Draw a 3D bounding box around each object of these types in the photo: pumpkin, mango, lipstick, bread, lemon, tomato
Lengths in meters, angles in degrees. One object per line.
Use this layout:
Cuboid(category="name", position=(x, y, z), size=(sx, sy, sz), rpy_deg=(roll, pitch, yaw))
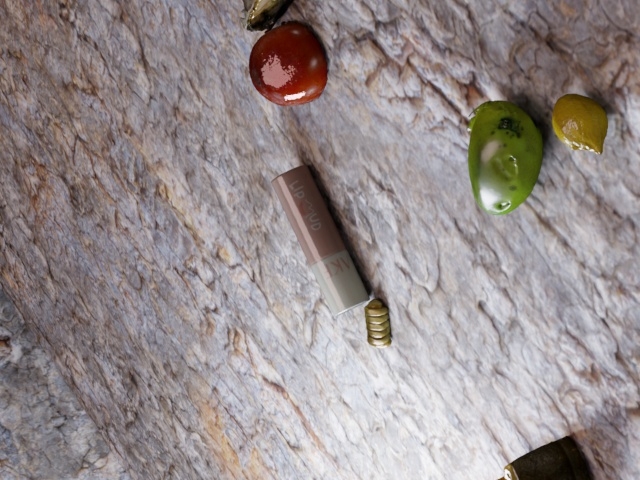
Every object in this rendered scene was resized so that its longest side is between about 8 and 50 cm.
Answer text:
Cuboid(category="pumpkin", position=(0.301, 0.396, 2.075), size=(0.126, 0.131, 0.248), rpy_deg=(60, 152, 13))
Cuboid(category="mango", position=(0.245, -0.106, 1.854), size=(0.178, 0.100, 0.119), rpy_deg=(89, -179, -48))
Cuboid(category="lipstick", position=(0.000, 0.000, 2.357), size=(0.254, 0.070, 0.070), rpy_deg=(65, 151, 5))
Cuboid(category="bread", position=(0.094, 0.141, 2.337), size=(0.049, 0.033, 0.088), rpy_deg=(23, 129, 44))
Cuboid(category="lemon", position=(0.324, -0.145, 1.724), size=(0.092, 0.065, 0.065), rpy_deg=(59, 150, 25))
Cuboid(category="tomato", position=(-0.064, -0.280, 2.249), size=(0.159, 0.091, 0.139), rpy_deg=(-8, 104, 58))

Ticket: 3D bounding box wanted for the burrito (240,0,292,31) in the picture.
Cuboid(category="burrito", position=(-0.089, -0.475, 2.152), size=(0.175, 0.107, 0.348), rpy_deg=(-138, 38, -60))
